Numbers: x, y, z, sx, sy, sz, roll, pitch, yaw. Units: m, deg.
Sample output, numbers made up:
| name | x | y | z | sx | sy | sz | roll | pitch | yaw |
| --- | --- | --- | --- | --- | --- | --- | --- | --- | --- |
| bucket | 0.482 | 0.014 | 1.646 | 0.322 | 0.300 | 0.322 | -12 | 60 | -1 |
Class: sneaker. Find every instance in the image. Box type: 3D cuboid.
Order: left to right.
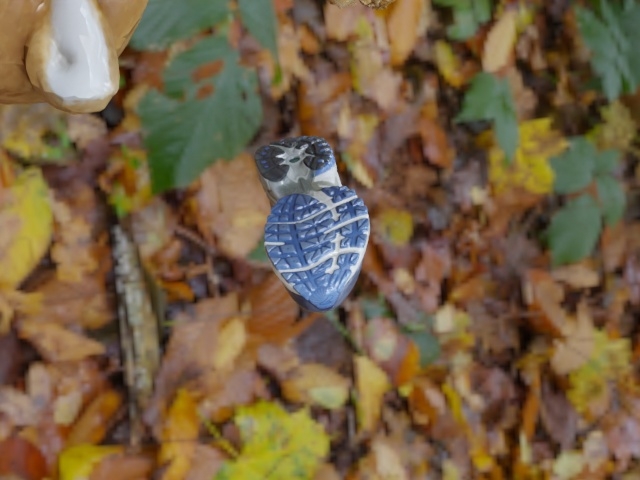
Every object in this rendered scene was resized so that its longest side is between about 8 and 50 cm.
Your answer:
| name | x | y | z | sx | sy | sz | roll | pitch | yaw |
| --- | --- | --- | --- | --- | --- | --- | --- | --- | --- |
| sneaker | 0.000 | 0.000 | 0.702 | 0.135 | 0.052 | 0.058 | -99 | 177 | -57 |

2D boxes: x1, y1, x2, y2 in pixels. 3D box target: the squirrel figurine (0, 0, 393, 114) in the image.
| name | x | y | z | sx | sy | sz | roll | pitch | yaw |
| --- | --- | --- | --- | --- | --- | --- | --- | --- | --- |
| squirrel figurine | -0.056 | -0.230 | 0.654 | 0.397 | 0.281 | 0.370 | 13 | 94 | -23 |
